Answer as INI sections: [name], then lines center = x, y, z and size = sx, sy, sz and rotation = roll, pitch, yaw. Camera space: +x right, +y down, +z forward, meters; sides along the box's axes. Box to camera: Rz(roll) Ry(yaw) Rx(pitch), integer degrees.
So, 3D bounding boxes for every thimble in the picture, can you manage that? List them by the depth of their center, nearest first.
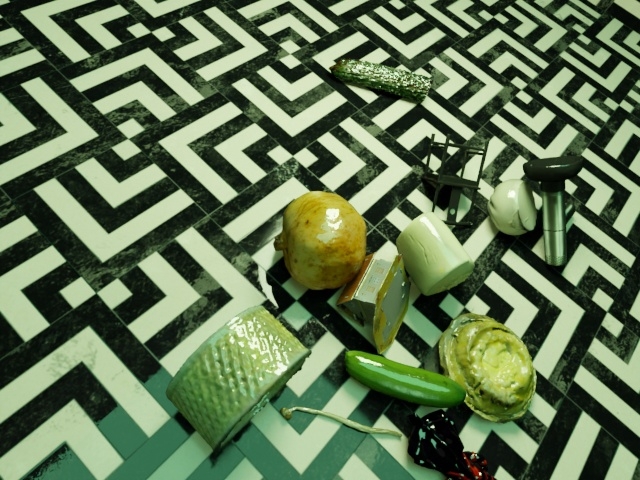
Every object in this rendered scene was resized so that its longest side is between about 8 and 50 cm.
[thimble]
center = -0.159, 0.269, 0.896
size = 0.150, 0.271, 0.270
rotation = 42, 59, 13

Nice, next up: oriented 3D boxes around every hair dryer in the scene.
[hair dryer]
center = 0.716, -0.123, 1.400
size = 0.155, 0.321, 0.284
rotation = -4, 26, 23

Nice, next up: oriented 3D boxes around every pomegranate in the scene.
[pomegranate]
center = 0.000, 0.000, 1.123
size = 0.248, 0.248, 0.248
rotation = 6, 59, -11

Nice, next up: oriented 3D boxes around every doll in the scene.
[doll]
center = 0.280, 0.479, 1.000
size = 0.248, 0.088, 0.127
rotation = 44, 38, 2

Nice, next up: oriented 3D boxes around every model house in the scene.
[model house]
center = 0.121, 0.149, 1.134
size = 0.135, 0.207, 0.219
rotation = 12, 55, 31

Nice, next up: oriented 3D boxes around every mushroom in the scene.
[mushroom]
center = 0.049, 0.406, 1.015
size = 0.286, 0.026, 0.028
rotation = 13, 74, -9

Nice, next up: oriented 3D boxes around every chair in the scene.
[chair]
center = 0.404, -0.187, 1.393
size = 0.154, 0.141, 0.260
rotation = 7, 103, -10

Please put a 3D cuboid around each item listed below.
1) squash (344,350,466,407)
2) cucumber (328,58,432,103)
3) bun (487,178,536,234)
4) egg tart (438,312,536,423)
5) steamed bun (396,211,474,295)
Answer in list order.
[squash]
center = 0.191, 0.328, 1.056
size = 0.292, 0.082, 0.082
rotation = 16, 57, 4
[cucumber]
center = 0.206, -0.575, 1.588
size = 0.359, 0.096, 0.096
rotation = 14, 58, -5
[bun]
center = 0.576, -0.101, 1.383
size = 0.172, 0.119, 0.173
rotation = 6, 81, -46
[egg tart]
center = 0.428, 0.305, 1.129
size = 0.278, 0.095, 0.279
rotation = 7, 57, -11
[steamed bun]
center = 0.290, 0.039, 1.183
size = 0.154, 0.250, 0.200
rotation = -36, 69, 10
